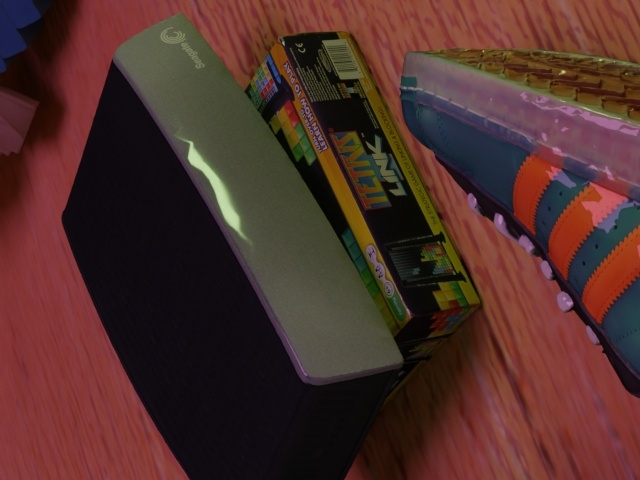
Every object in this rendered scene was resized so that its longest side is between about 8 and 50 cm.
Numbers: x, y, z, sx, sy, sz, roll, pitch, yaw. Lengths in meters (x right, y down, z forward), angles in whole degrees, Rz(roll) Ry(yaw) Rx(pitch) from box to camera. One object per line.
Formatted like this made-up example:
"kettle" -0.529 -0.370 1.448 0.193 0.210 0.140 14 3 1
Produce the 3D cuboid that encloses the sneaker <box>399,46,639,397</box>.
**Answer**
"sneaker" 0.129 0.004 0.787 0.302 0.108 0.121 30 117 48

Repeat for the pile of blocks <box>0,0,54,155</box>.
"pile of blocks" -0.235 -0.154 1.329 0.362 0.149 0.113 -59 6 32

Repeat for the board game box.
"board game box" 0.000 0.000 1.036 0.141 0.048 0.170 -52 55 46

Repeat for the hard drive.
"hard drive" -0.058 0.022 1.035 0.255 0.054 0.172 58 141 32
